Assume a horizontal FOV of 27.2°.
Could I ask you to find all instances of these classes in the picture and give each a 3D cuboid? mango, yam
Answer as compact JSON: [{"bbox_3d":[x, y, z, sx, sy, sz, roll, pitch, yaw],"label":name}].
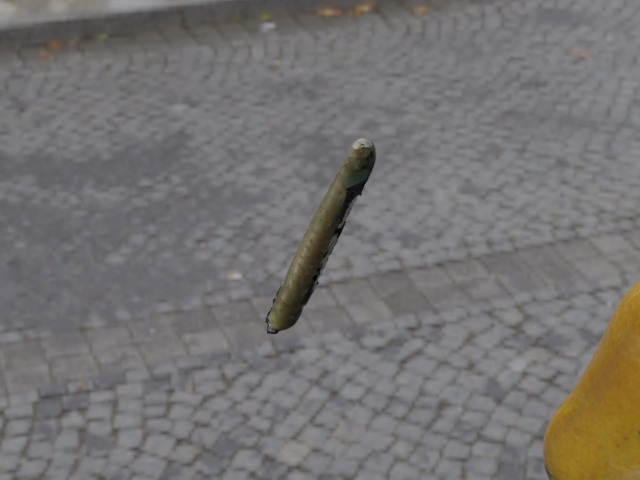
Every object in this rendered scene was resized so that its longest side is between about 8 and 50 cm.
[{"bbox_3d":[0.192,0.084,0.684,0.115,0.178,0.090,29,32,9],"label":"mango"},{"bbox_3d":[0.000,0.000,0.514,0.014,0.107,0.014,14,43,-14],"label":"yam"}]
